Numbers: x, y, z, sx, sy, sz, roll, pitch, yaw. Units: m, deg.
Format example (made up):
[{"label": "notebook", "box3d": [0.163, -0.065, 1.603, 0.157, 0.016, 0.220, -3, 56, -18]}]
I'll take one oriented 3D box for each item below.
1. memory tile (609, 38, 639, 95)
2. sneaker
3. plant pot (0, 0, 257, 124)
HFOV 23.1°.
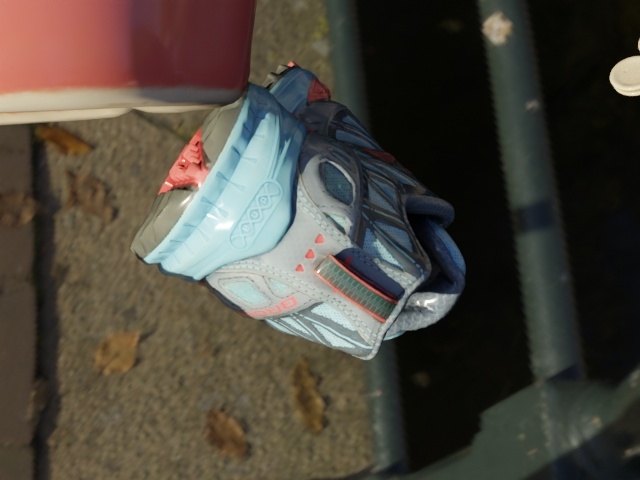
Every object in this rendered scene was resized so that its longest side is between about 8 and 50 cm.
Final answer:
[{"label": "memory tile", "box3d": [0.300, -0.132, 1.156, 0.113, 0.148, 0.012, -48, 136, -21]}, {"label": "sneaker", "box3d": [0.000, 0.000, 0.683, 0.125, 0.262, 0.104, 35, 101, 0]}, {"label": "plant pot", "box3d": [-0.123, -0.148, 0.383, 0.275, 0.275, 0.243, -5, 95, -26]}]
